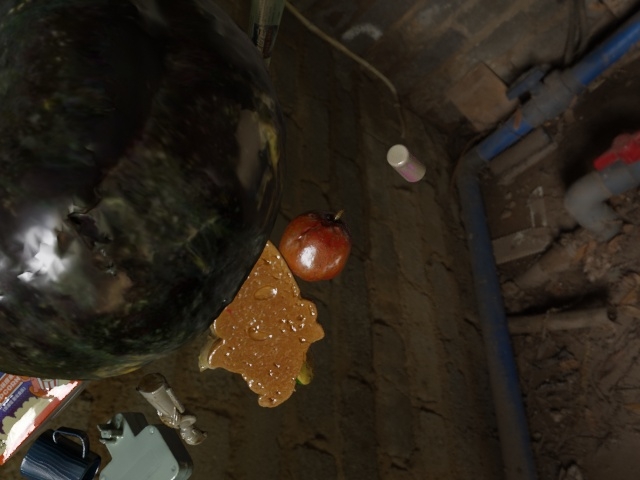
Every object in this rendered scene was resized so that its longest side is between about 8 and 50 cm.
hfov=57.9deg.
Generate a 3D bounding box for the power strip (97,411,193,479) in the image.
[{"bbox_3d":[-0.501,0.584,1.552,0.229,0.141,0.261,-45,61,6],"label":"power strip"}]

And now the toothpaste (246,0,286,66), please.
[{"bbox_3d":[-0.098,-0.306,0.923,0.233,0.060,0.038,110,150,-42],"label":"toothpaste"}]

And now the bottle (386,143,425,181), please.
[{"bbox_3d":[0.149,-0.135,1.007,0.045,0.096,0.045,-6,77,27],"label":"bottle"}]

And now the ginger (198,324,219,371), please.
[{"bbox_3d":[-0.380,0.384,2.208,0.138,0.152,0.267,-158,86,-76],"label":"ginger"}]

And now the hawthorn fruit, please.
[{"bbox_3d":[0.000,0.000,1.423,0.200,0.179,0.179,-52,32,28],"label":"hawthorn fruit"}]

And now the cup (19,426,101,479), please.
[{"bbox_3d":[-0.595,0.510,1.332,0.113,0.138,0.150,-60,-9,-47],"label":"cup"}]

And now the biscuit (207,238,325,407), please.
[{"bbox_3d":[-0.085,0.125,0.875,0.043,0.183,0.280,-139,42,-70],"label":"biscuit"}]

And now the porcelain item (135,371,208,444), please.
[{"bbox_3d":[-0.316,0.377,1.259,0.084,0.213,0.054,3,42,36],"label":"porcelain item"}]

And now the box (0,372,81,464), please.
[{"bbox_3d":[-0.842,0.396,1.713,0.349,0.257,0.318,-46,2,5],"label":"box"}]

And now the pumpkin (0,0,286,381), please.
[{"bbox_3d":[-0.250,-0.078,0.617,0.454,0.344,0.455,-7,73,25],"label":"pumpkin"}]

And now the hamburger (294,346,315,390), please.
[{"bbox_3d":[-0.080,0.269,1.335,0.115,0.162,0.162,-25,40,7],"label":"hamburger"}]
